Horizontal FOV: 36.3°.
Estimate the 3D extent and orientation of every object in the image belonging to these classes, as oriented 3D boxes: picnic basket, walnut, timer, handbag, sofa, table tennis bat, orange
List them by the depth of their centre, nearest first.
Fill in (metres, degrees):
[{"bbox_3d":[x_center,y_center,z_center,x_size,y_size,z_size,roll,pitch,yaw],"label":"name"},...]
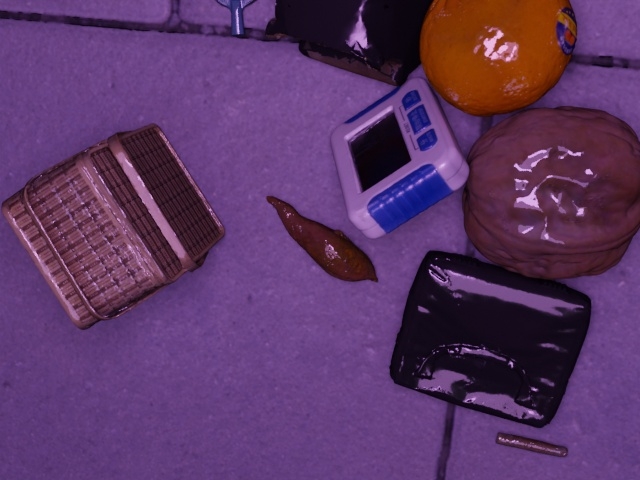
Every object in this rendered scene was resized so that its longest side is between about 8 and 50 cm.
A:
[{"bbox_3d":[0.244,-0.281,1.358,0.193,0.219,0.219,23,112,-41],"label":"orange"},{"bbox_3d":[0.334,-0.064,1.387,0.273,0.227,0.273,1,102,4],"label":"walnut"},{"bbox_3d":[0.112,-0.118,1.407,0.178,0.253,0.078,-33,124,16],"label":"timer"},{"bbox_3d":[0.064,-0.372,1.416,0.200,0.182,0.258,21,106,22],"label":"sofa"},{"bbox_3d":[-0.289,-0.030,1.454,0.175,0.313,0.228,-30,96,16],"label":"picnic basket"},{"bbox_3d":[-0.130,-0.392,1.495,0.100,0.019,0.155,-1,101,10],"label":"table tennis bat"},{"bbox_3d":[0.261,0.152,1.524,0.275,0.088,0.244,15,108,2],"label":"handbag"}]

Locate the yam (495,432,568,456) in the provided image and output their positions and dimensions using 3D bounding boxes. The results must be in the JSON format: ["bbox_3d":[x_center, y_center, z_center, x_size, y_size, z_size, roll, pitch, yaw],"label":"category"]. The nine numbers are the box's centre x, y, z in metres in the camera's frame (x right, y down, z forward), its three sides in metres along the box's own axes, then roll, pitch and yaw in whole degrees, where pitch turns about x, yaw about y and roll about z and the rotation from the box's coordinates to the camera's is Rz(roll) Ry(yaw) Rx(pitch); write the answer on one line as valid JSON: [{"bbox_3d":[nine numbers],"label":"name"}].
[{"bbox_3d":[0.343,0.332,1.585,0.116,0.021,0.021,11,105,8],"label":"yam"}]

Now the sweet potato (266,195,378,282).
[{"bbox_3d":[0.000,0.003,1.543,0.226,0.068,0.068,37,106,0],"label":"sweet potato"}]
